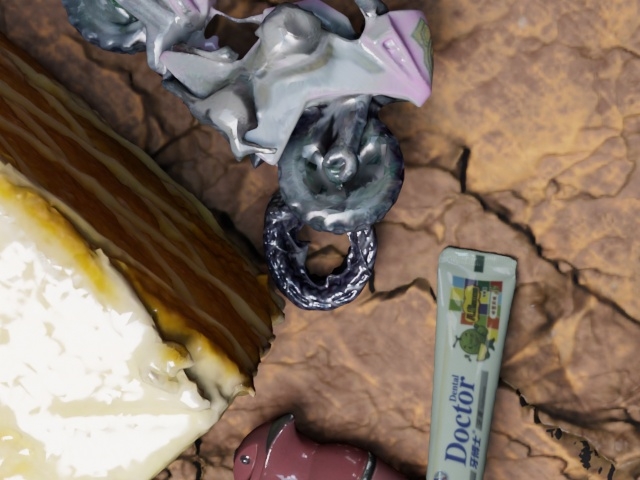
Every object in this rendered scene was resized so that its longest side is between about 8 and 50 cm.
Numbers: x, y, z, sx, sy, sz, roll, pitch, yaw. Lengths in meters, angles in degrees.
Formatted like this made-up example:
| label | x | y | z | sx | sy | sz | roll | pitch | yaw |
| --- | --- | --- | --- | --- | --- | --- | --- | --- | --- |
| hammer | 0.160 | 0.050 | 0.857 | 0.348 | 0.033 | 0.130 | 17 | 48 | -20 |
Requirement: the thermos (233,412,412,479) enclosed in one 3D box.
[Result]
| label | x | y | z | sx | sy | sz | roll | pitch | yaw |
| --- | --- | --- | --- | --- | --- | --- | --- | --- | --- |
| thermos | 0.064 | 0.266 | 1.474 | 0.330 | 0.136 | 0.109 | 35 | 67 | -7 |

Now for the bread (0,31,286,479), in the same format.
| label | x | y | z | sx | sy | sz | roll | pitch | yaw |
| --- | --- | --- | --- | --- | --- | --- | --- | --- | --- |
| bread | -0.252 | 0.039 | 1.276 | 0.390 | 0.371 | 0.279 | 39 | 102 | -4 |

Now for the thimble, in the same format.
| label | x | y | z | sx | sy | sz | roll | pitch | yaw |
| --- | --- | --- | --- | --- | --- | --- | --- | --- | --- |
| thimble | 0.002 | 0.002 | 1.426 | 0.095 | 0.066 | 0.104 | -22 | 105 | 7 |

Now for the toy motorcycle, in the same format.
| label | x | y | z | sx | sy | sz | roll | pitch | yaw |
| --- | --- | --- | --- | --- | --- | --- | --- | --- | --- |
| toy motorcycle | -0.043 | -0.160 | 1.359 | 0.327 | 0.143 | 0.188 | 40 | 92 | 7 |

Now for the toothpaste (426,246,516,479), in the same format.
| label | x | y | z | sx | sy | sz | roll | pitch | yaw |
| --- | --- | --- | --- | --- | --- | --- | --- | --- | --- |
| toothpaste | 0.118 | 0.132 | 1.429 | 0.067 | 0.037 | 0.255 | 7 | 79 | 3 |
